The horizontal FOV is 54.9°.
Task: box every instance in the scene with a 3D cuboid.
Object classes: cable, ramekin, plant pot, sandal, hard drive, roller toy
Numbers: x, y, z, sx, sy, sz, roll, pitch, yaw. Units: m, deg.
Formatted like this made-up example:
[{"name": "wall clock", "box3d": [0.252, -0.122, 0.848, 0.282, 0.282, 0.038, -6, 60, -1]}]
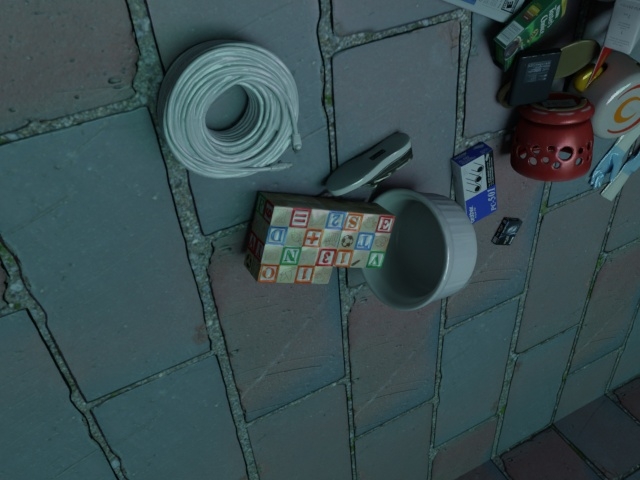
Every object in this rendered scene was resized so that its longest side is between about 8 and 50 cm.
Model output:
[{"name": "cable", "box3d": [-0.161, -0.232, 1.101, 0.257, 0.089, 0.257, -14, 129, -23]}, {"name": "ramekin", "box3d": [0.225, 0.017, 1.424, 0.135, 0.277, 0.277, -5, 126, -40]}, {"name": "plant pot", "box3d": [0.564, -0.259, 1.492, 0.191, 0.191, 0.174, -19, 123, -21]}, {"name": "sandal", "box3d": [0.511, -0.406, 1.423, 0.240, 0.079, 0.088, -33, 137, 26]}, {"name": "hard drive", "box3d": [0.478, -0.365, 1.384, 0.094, 0.022, 0.135, -8, 141, -3]}, {"name": "roller toy", "box3d": [0.719, -0.364, 1.536, 0.210, 0.146, 0.191, -18, 139, -11]}]

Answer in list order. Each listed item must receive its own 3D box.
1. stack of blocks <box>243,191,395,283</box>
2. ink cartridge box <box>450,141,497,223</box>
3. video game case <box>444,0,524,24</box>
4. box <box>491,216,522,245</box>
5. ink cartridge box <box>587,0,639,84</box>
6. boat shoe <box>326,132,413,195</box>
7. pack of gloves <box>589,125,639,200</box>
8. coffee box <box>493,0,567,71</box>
[{"name": "stack of blocks", "box3d": [0.000, 0.000, 1.335, 0.297, 0.087, 0.171, 3, 112, -29]}, {"name": "ink cartridge box", "box3d": [0.392, -0.140, 1.564, 0.097, 0.046, 0.207, -29, 135, -10]}, {"name": "video game case", "box3d": [0.338, -0.609, 1.175, 0.300, 0.036, 0.328, 3, 122, -35]}, {"name": "box", "box3d": [0.535, -0.025, 1.765, 0.067, 0.018, 0.083, 3, 121, -35]}, {"name": "ink cartridge box", "box3d": [0.709, -0.516, 1.354, 0.296, 0.066, 0.261, -52, 155, -19]}, {"name": "boat shoe", "box3d": [0.114, -0.150, 1.351, 0.219, 0.078, 0.070, -32, 134, -10]}, {"name": "pack of gloves", "box3d": [0.917, -0.229, 1.842, 0.195, 0.046, 0.232, 18, 112, -40]}, {"name": "coffee box", "box3d": [0.452, -0.463, 1.330, 0.184, 0.040, 0.113, -44, 161, 3]}]
